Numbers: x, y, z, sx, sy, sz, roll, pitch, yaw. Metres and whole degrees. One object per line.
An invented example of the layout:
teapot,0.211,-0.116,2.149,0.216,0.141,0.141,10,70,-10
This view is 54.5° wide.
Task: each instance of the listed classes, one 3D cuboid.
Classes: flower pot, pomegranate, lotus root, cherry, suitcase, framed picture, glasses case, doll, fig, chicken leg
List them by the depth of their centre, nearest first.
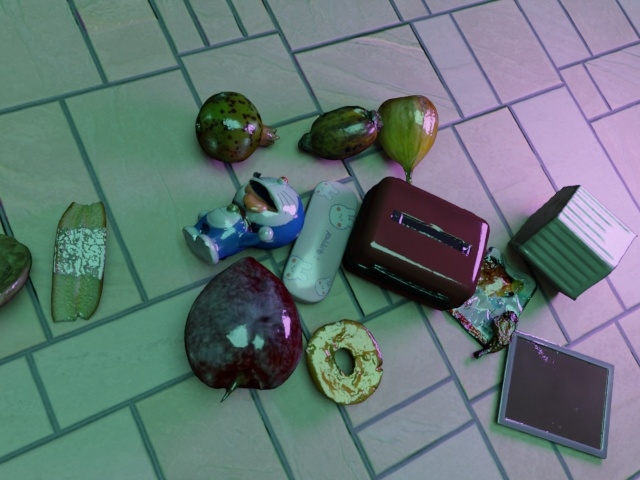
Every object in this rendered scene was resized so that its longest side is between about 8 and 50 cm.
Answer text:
cherry,-0.149,0.173,1.226,0.230,0.203,0.300,5,62,-8
doll,-0.160,-0.045,1.317,0.256,0.161,0.215,-28,41,-28
pomegranate,-0.186,-0.248,1.394,0.205,0.159,0.159,3,69,-42
glasses case,0.000,0.000,1.398,0.113,0.075,0.297,23,68,-10
suitcase,0.217,0.011,1.411,0.297,0.161,0.236,24,65,-8
chicken leg,0.414,0.224,1.448,0.062,0.037,0.145,32,76,7
lotus root,0.047,-0.249,1.471,0.209,0.120,0.120,-17,76,7
framed picture,0.559,0.361,1.473,0.296,0.019,0.232,21,68,-10
flower pot,0.603,0.001,1.505,0.189,0.209,0.239,42,67,1
fig,0.215,-0.227,1.505,0.159,0.159,0.257,3,78,-15

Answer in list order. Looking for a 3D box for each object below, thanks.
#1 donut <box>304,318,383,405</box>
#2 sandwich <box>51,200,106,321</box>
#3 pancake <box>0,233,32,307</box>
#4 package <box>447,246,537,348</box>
donut,0.048,0.263,1.331,0.162,0.065,0.178,-9,76,-14
sandwich,-0.479,0.031,1.239,0.094,0.096,0.258,4,73,-21
pancake,-0.667,0.069,1.159,0.241,0.050,0.242,5,39,-4
package,0.417,0.132,1.498,0.166,0.040,0.232,45,68,2
